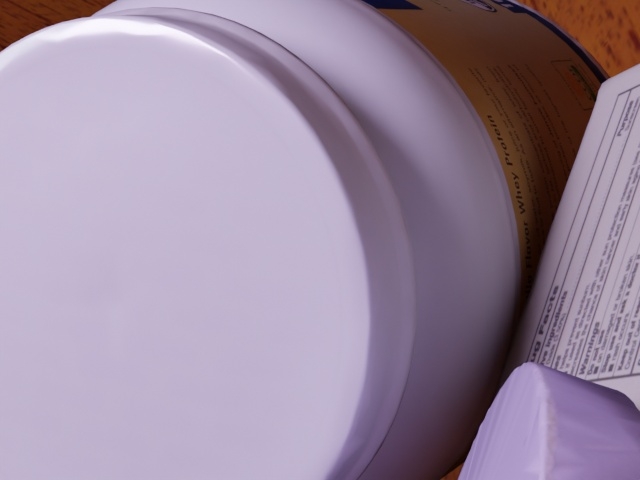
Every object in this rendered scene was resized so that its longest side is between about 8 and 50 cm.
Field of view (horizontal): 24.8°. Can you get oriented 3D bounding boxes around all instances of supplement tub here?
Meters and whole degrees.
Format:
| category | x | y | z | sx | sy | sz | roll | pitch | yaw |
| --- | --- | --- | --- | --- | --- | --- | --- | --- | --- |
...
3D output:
| category | x | y | z | sx | sy | sz | roll | pitch | yaw |
| --- | --- | --- | --- | --- | --- | --- | --- | --- | --- |
| supplement tub | 0.000 | 0.000 | 0.631 | 0.228 | 0.228 | 0.316 | -58 | -18 | 21 |

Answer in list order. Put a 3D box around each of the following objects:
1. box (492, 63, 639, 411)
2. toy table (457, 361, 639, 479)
| category | x | y | z | sx | sy | sz | roll | pitch | yaw |
| --- | --- | --- | --- | --- | --- | --- | --- | --- | --- |
| box | 0.173 | 0.011 | 0.438 | 0.149 | 0.126 | 0.232 | -68 | 15 | -16 |
| toy table | 0.092 | 0.149 | 0.317 | 0.274 | 0.160 | 0.252 | -66 | -5 | -51 |
